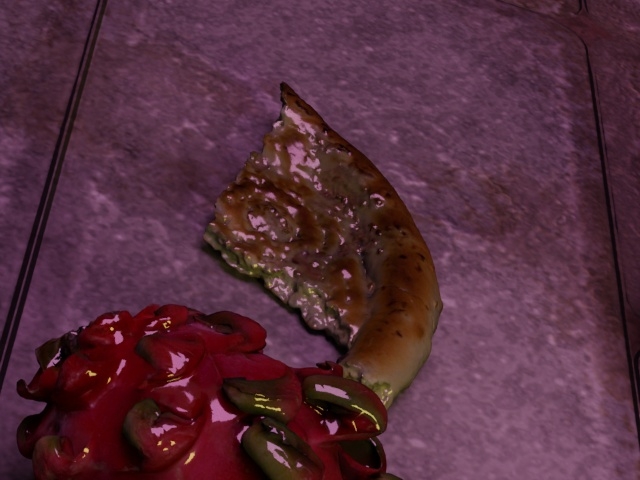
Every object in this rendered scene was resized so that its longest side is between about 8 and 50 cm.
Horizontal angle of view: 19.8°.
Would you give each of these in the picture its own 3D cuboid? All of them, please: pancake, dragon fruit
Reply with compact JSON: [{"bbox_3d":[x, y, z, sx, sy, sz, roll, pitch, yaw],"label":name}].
[{"bbox_3d":[0.003,-0.004,1.468,0.197,0.054,0.376,3,39,-25],"label":"pancake"},{"bbox_3d":[-0.053,0.136,1.152,0.273,0.218,0.198,2,78,-35],"label":"dragon fruit"}]
